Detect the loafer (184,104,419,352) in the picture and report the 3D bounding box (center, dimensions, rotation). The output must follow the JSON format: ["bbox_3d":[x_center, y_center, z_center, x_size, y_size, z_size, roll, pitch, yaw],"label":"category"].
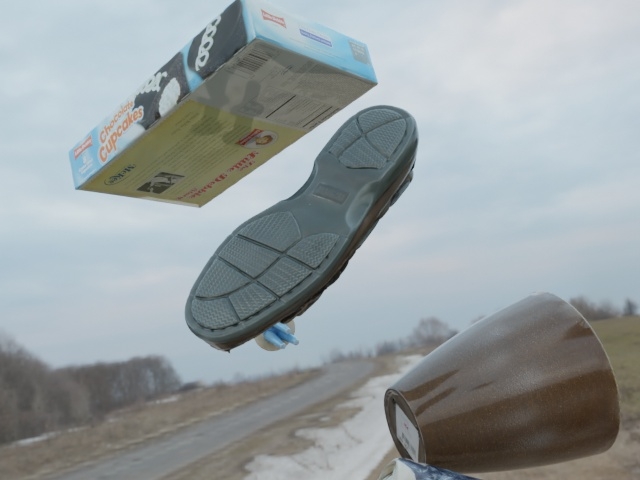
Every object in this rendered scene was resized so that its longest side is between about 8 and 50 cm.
[{"bbox_3d":[0.000,0.000,0.698,0.096,0.267,0.084,30,-22,33],"label":"loafer"}]

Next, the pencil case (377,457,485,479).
[{"bbox_3d":[0.217,0.353,0.826,0.411,0.183,0.160,18,-10,-3],"label":"pencil case"}]

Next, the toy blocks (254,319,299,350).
[{"bbox_3d":[-0.049,0.068,0.982,0.054,0.123,0.148,31,-4,-28],"label":"toy blocks"}]

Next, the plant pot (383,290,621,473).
[{"bbox_3d":[0.204,0.198,1.005,0.231,0.215,0.215,-16,-6,-18],"label":"plant pot"}]

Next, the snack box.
[{"bbox_3d":[-0.116,-0.137,0.918,0.322,0.060,0.187,-30,-25,36],"label":"snack box"}]
